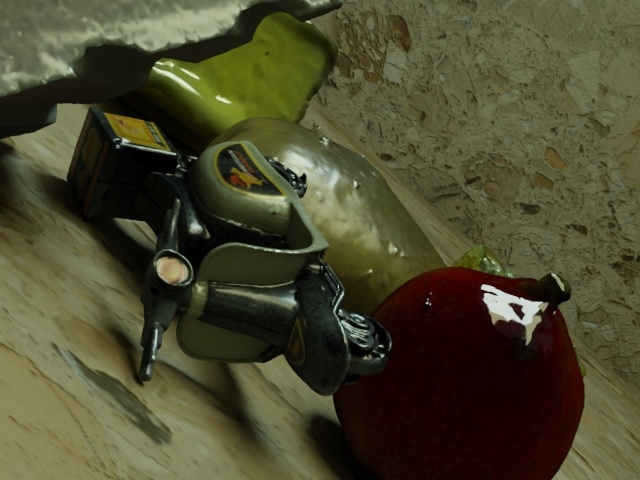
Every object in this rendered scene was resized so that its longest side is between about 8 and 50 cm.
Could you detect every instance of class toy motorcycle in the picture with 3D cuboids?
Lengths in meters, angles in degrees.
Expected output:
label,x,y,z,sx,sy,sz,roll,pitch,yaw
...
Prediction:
label,x,y,z,sx,sy,sz,roll,pitch,yaw
toy motorcycle,-0.061,0.009,0.684,0.157,0.091,0.263,8,26,-31

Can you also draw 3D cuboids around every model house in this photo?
label,x,y,z,sx,sy,sz,roll,pitch,yaw
model house,-0.139,-0.180,1.116,0.193,0.174,0.234,35,-17,-34

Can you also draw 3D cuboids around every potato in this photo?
label,x,y,z,sx,sy,sz,roll,pitch,yaw
potato,0.013,0.006,0.914,0.296,0.141,0.191,40,13,-30

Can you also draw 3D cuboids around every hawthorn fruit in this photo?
label,x,y,z,sx,sy,sz,roll,pitch,yaw
hawthorn fruit,0.103,0.098,0.724,0.169,0.188,0.169,45,14,-15

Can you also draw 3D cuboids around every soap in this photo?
label,x,y,z,sx,sy,sz,roll,pitch,yaw
soap,-0.142,-0.155,0.565,0.302,0.258,0.159,-55,127,-78

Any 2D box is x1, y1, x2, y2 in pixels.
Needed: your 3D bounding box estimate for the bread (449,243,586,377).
label,x,y,z,sx,sy,sz,roll,pitch,yaw
bread,0.236,0.123,1.343,0.186,0.124,0.257,36,13,-35
